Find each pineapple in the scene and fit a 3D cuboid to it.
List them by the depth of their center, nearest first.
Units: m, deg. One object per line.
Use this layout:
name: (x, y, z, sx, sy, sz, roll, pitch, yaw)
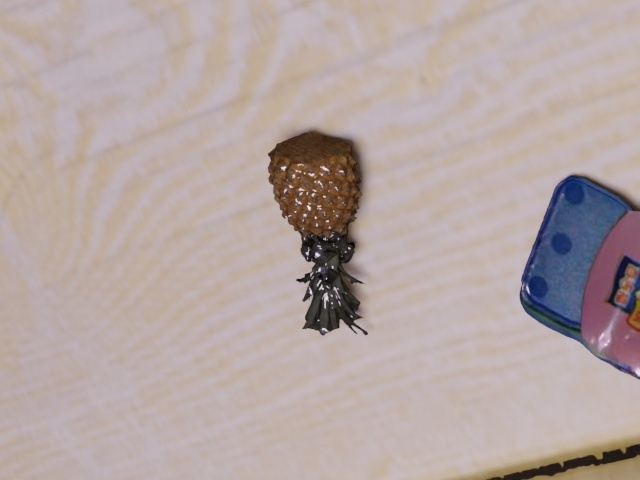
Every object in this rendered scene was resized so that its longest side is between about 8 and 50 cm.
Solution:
pineapple: (0.000, 0.000, 1.069, 0.058, 0.058, 0.124, 7, 117, 23)

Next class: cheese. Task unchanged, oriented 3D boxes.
cheese: (0.236, 0.062, 0.966, 0.286, 0.074, 0.189, 31, 116, 26)
